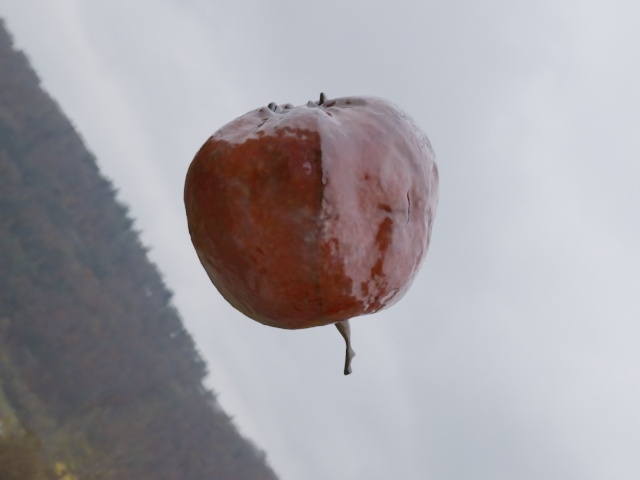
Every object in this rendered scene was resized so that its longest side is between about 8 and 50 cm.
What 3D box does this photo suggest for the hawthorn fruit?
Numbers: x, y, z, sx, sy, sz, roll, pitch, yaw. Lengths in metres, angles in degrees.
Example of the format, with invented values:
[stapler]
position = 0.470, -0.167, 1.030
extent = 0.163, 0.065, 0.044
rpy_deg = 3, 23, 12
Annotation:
[hawthorn fruit]
position = 0.000, 0.000, 1.021
extent = 0.242, 0.242, 0.272
rpy_deg = -168, -112, -68
